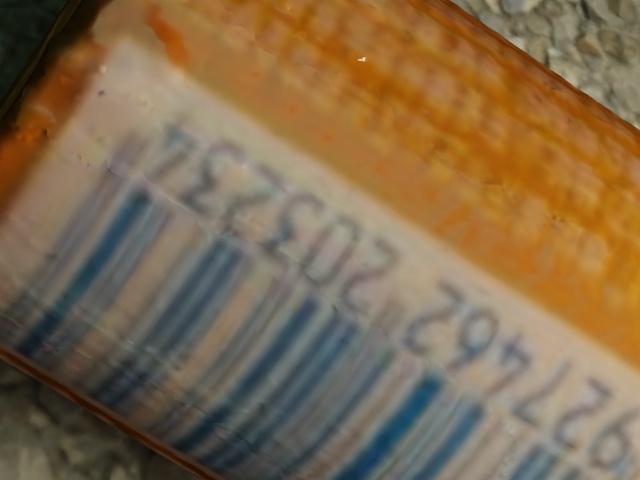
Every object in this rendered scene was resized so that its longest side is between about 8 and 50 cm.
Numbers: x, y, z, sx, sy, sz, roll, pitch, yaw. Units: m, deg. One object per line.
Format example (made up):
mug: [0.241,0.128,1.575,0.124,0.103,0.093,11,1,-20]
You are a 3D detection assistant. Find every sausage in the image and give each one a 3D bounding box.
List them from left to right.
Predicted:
sausage: [0.000,0.000,0.739,0.287,0.233,0.233,31,60,-11]
